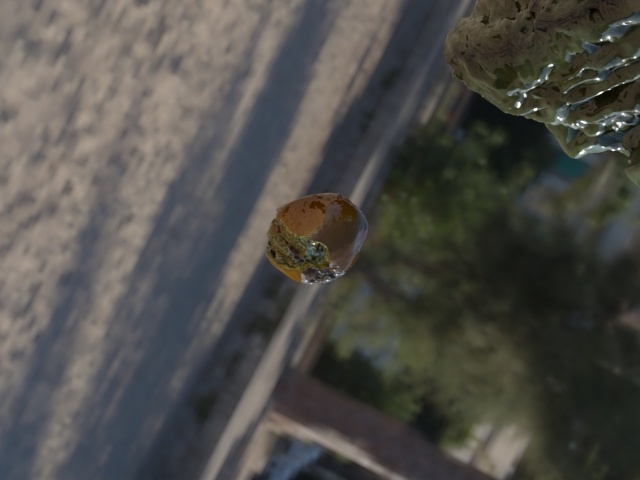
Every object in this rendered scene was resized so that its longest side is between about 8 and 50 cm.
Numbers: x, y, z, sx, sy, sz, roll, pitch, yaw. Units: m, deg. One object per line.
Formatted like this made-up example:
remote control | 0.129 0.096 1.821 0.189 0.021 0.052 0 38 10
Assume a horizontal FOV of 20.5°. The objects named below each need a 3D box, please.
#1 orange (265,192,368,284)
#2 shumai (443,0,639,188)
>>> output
orange | 0.000 0.000 1.353 0.086 0.062 0.086 -22 164 -7
shumai | 0.245 -0.156 1.352 0.256 0.218 0.189 -15 -144 57
